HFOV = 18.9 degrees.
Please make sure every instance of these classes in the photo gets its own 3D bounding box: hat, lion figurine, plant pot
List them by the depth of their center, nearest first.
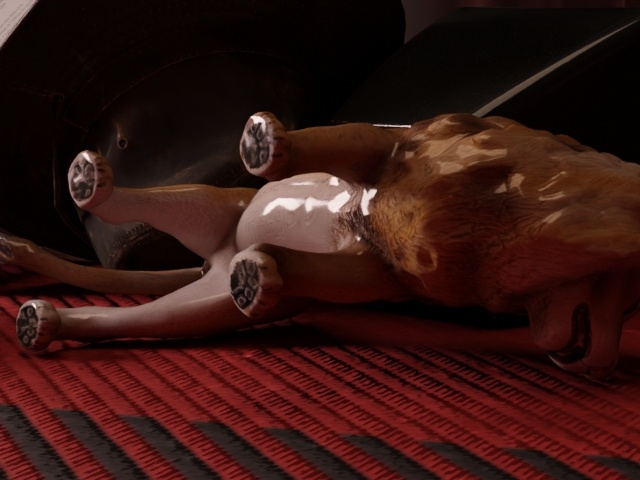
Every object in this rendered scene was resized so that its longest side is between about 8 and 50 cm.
[{"bbox_3d":[0.000,0.000,1.114,0.240,0.142,0.392,0,1,-41],"label":"lion figurine"},{"bbox_3d":[0.112,-0.041,1.247,0.167,0.188,0.187,-24,21,-38],"label":"plant pot"},{"bbox_3d":[-0.080,-0.050,1.279,0.331,0.331,0.134,-5,51,-17],"label":"hat"}]

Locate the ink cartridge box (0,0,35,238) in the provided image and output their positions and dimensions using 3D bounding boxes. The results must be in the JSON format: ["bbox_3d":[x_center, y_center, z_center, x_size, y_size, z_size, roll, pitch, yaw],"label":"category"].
[{"bbox_3d":[-0.306,-0.100,1.490,0.261,0.066,0.296,13,43,20],"label":"ink cartridge box"}]

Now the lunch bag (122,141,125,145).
[{"bbox_3d":[-0.323,-0.190,1.979,0.328,0.239,0.385,9,50,50],"label":"lunch bag"}]

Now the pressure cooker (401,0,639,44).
[{"bbox_3d":[0.085,-0.215,1.574,0.375,0.420,0.370,-6,11,-21],"label":"pressure cooker"}]

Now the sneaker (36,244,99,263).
[{"bbox_3d":[-0.159,-0.015,1.503,0.135,0.058,0.052,-5,9,-14],"label":"sneaker"}]
